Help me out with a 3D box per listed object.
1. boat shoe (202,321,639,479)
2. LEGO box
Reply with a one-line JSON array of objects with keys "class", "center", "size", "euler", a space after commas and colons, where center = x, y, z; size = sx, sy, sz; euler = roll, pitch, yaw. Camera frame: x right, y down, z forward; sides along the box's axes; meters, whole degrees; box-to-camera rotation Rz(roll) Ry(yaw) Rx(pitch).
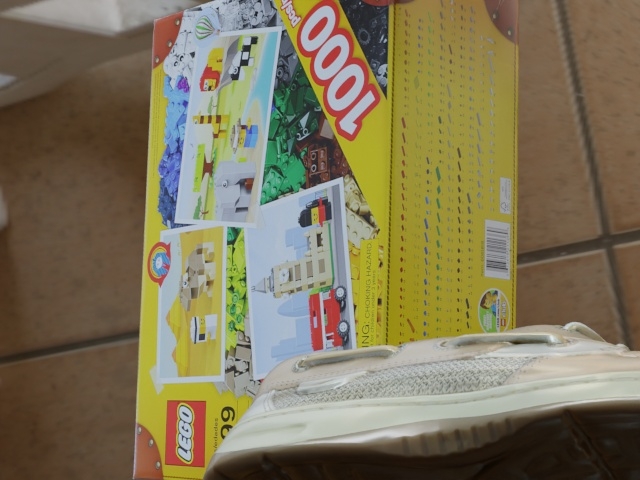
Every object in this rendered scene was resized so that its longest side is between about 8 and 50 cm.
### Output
[{"class": "boat shoe", "center": [0.109, 0.085, 0.657], "size": [0.341, 0.110, 0.122], "euler": [-4, 126, 23]}, {"class": "LEGO box", "center": [0.000, 0.000, 1.403], "size": [0.372, 0.193, 0.500], "euler": [-7, 79, 46]}]
